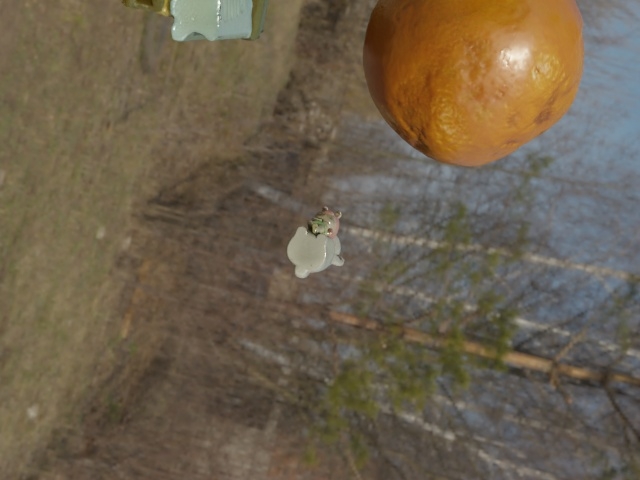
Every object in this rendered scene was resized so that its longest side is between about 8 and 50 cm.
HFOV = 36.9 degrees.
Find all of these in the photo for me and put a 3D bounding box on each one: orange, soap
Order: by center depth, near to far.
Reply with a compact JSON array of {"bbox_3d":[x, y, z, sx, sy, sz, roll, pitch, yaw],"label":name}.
[{"bbox_3d":[0.179,-0.220,1.131,0.261,0.261,0.261,-165,-90,-89],"label":"orange"},{"bbox_3d":[-0.135,-0.309,1.208,0.198,0.063,0.114,-62,152,-74],"label":"soap"}]

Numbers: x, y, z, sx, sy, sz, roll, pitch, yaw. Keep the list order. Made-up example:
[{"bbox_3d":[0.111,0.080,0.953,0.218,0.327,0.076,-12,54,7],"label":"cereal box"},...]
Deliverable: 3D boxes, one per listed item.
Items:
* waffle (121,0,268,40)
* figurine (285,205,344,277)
[{"bbox_3d":[-0.189,-0.444,1.509,0.055,0.248,0.221,-75,-178,-45],"label":"waffle"},{"bbox_3d":[0.009,0.003,1.459,0.098,0.081,0.146,-52,170,17],"label":"figurine"}]
